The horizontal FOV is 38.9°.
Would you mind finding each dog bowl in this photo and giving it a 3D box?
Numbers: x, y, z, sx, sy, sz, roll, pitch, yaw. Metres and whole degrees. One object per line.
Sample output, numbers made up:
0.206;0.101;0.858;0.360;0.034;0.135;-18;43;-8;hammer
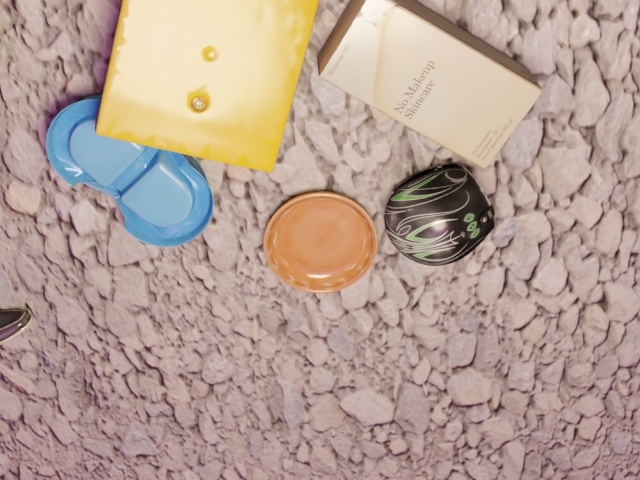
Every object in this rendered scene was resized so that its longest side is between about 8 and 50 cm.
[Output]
-0.305;-0.120;1.486;0.166;0.074;0.297;-40;114;19;dog bowl

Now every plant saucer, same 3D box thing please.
0.000;0.000;1.584;0.200;0.037;0.200;-1;118;-1;plant saucer

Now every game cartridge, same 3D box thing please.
-0.167;-0.285;1.368;0.285;0.053;0.324;12;107;-17;game cartridge

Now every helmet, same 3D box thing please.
0.190;-0.036;1.508;0.161;0.169;0.169;-28;118;-6;helmet

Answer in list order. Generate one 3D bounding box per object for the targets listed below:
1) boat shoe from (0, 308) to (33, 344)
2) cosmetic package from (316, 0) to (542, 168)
-0.621;0.152;1.629;0.206;0.075;0.065;-12;122;10;boat shoe
0.165;-0.260;1.401;0.309;0.113;0.160;25;116;-16;cosmetic package
